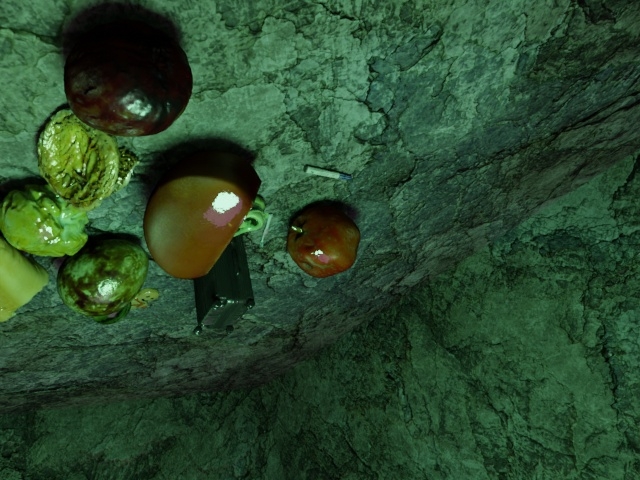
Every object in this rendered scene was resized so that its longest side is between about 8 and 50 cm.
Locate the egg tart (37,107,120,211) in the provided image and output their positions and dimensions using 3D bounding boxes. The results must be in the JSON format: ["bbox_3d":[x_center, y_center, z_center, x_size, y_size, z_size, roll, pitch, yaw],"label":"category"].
[{"bbox_3d":[-0.566,-0.197,1.017,0.098,0.232,0.252,-39,149,-66],"label":"egg tart"}]

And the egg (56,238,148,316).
[{"bbox_3d":[-0.698,0.116,1.375,0.290,0.238,0.238,-29,151,-2],"label":"egg"}]

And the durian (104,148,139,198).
[{"bbox_3d":[-0.583,-0.157,1.145,0.141,0.078,0.224,7,139,-38],"label":"durian"}]

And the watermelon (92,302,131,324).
[{"bbox_3d":[-0.793,0.245,1.631,0.188,0.140,0.140,-26,150,6],"label":"watermelon"}]

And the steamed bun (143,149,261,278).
[{"bbox_3d":[-0.359,-0.086,1.208,0.248,0.235,0.379,31,121,-18],"label":"steamed bun"}]

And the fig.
[{"bbox_3d":[-0.393,-0.315,0.859,0.263,0.223,0.224,-18,151,4],"label":"fig"}]

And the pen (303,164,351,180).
[{"bbox_3d":[0.028,-0.231,1.462,0.204,0.025,0.025,5,142,-38],"label":"pen"}]

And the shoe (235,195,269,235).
[{"bbox_3d":[-0.304,-0.090,1.414,0.263,0.128,0.139,-10,135,-24],"label":"shoe"}]

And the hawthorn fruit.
[{"bbox_3d":[0.000,0.000,1.604,0.275,0.275,0.300,-36,136,26],"label":"hawthorn fruit"}]

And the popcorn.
[{"bbox_3d":[-0.741,-0.049,1.134,0.205,0.183,0.221,11,152,5],"label":"popcorn"}]

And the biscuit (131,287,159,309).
[{"bbox_3d":[-0.789,0.257,1.769,0.235,0.030,0.153,-20,153,1],"label":"biscuit"}]

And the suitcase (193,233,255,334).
[{"bbox_3d":[-0.365,0.139,1.523,0.152,0.334,0.229,7,141,-33],"label":"suitcase"}]

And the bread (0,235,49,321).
[{"bbox_3d":[-0.979,0.058,1.090,0.361,0.250,0.394,-26,153,-19],"label":"bread"}]

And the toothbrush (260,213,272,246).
[{"bbox_3d":[-0.213,-0.040,1.641,0.017,0.022,0.204,-9,146,-26],"label":"toothbrush"}]
